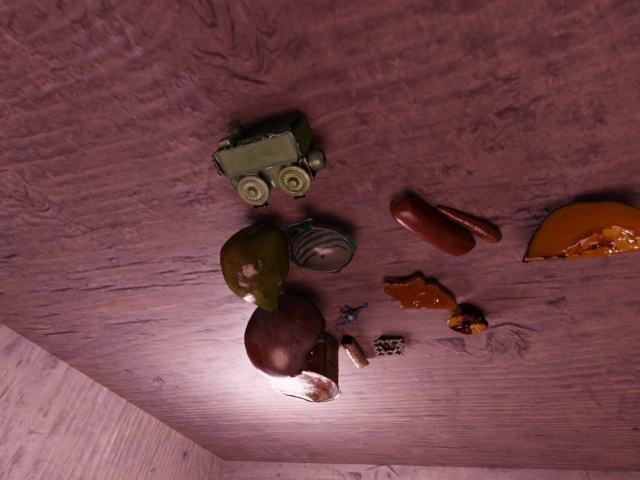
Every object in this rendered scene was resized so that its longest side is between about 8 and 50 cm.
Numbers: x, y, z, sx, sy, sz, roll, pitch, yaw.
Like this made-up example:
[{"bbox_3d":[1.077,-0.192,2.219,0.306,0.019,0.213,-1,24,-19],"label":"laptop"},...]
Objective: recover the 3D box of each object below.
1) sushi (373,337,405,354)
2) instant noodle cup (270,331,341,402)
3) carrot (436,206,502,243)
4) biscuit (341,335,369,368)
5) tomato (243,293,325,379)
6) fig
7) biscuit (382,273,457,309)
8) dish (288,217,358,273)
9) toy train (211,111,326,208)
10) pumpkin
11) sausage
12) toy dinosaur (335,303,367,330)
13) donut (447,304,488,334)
[{"bbox_3d":[0.288,0.438,1.720,0.126,0.026,0.120,-4,132,9],"label":"sushi"},{"bbox_3d":[-0.048,0.523,1.741,0.297,0.214,0.296,6,137,5],"label":"instant noodle cup"},{"bbox_3d":[0.424,-0.049,1.170,0.216,0.048,0.048,26,135,-9],"label":"carrot"},{"bbox_3d":[0.151,0.489,1.781,0.061,0.055,0.219,-18,130,14],"label":"biscuit"},{"bbox_3d":[-0.127,0.352,1.514,0.283,0.316,0.316,24,138,11],"label":"tomato"},{"bbox_3d":[-0.195,0.107,1.282,0.233,0.233,0.314,-4,94,16],"label":"fig"},{"bbox_3d":[0.348,0.184,1.429,0.280,0.043,0.183,13,141,-8],"label":"biscuit"},{"bbox_3d":[0.000,0.000,1.277,0.224,0.078,0.246,-17,131,22],"label":"dish"},{"bbox_3d":[-0.123,-0.204,1.044,0.272,0.159,0.188,-10,123,21],"label":"toy train"},{"bbox_3d":[0.707,-0.022,1.101,0.312,0.148,0.169,-6,173,29],"label":"pumpkin"},{"bbox_3d":[0.321,-0.033,1.175,0.300,0.083,0.089,29,129,-19],"label":"sausage"},{"bbox_3d":[0.111,0.296,1.593,0.080,0.045,0.197,28,125,-21],"label":"toy dinosaur"},{"bbox_3d":[0.529,0.286,1.483,0.141,0.059,0.140,6,137,5],"label":"donut"}]
